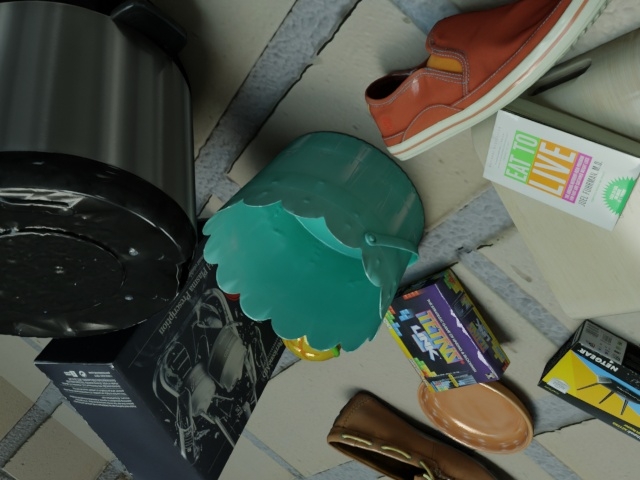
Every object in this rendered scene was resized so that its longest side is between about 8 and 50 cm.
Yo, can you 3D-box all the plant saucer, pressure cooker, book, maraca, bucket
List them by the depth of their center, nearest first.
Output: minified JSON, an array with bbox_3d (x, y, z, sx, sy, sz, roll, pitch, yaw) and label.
[{"bbox_3d":[0.243,-0.077,0.720,0.144,0.035,0.096,26,140,21],"label":"book"},{"bbox_3d":[-0.352,-0.123,0.943,0.370,0.420,0.375,-3,147,-7],"label":"pressure cooker"},{"bbox_3d":[0.000,0.000,0.979,0.281,0.183,0.281,22,141,19],"label":"bucket"},{"bbox_3d":[0.260,0.281,1.191,0.200,0.037,0.200,21,140,18],"label":"plant saucer"},{"bbox_3d":[-0.024,0.151,1.233,0.127,0.099,0.186,52,166,-16],"label":"maraca"}]

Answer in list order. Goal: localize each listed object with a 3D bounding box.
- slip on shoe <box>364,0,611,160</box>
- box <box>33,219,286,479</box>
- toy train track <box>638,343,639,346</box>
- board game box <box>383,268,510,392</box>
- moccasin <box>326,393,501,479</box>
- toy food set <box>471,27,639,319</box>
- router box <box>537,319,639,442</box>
[{"bbox_3d":[0.157,-0.186,0.721,0.101,0.123,0.331,49,146,-9],"label":"slip on shoe"},{"bbox_3d":[-0.248,0.191,1.230,0.179,0.343,0.312,-5,128,30],"label":"box"},{"bbox_3d":[0.439,0.124,0.905,0.048,0.014,0.083,37,143,-1],"label":"toy train track"},{"bbox_3d":[0.180,0.140,1.069,0.170,0.048,0.141,56,141,-5],"label":"board game box"},{"bbox_3d":[0.189,0.436,1.319,0.380,0.147,0.139,34,143,4],"label":"moccasin"},{"bbox_3d":[0.324,-0.053,0.764,0.220,0.092,0.306,-18,109,47],"label":"toy food set"},{"bbox_3d":[0.412,0.201,0.980,0.179,0.046,0.133,29,142,10],"label":"router box"}]
